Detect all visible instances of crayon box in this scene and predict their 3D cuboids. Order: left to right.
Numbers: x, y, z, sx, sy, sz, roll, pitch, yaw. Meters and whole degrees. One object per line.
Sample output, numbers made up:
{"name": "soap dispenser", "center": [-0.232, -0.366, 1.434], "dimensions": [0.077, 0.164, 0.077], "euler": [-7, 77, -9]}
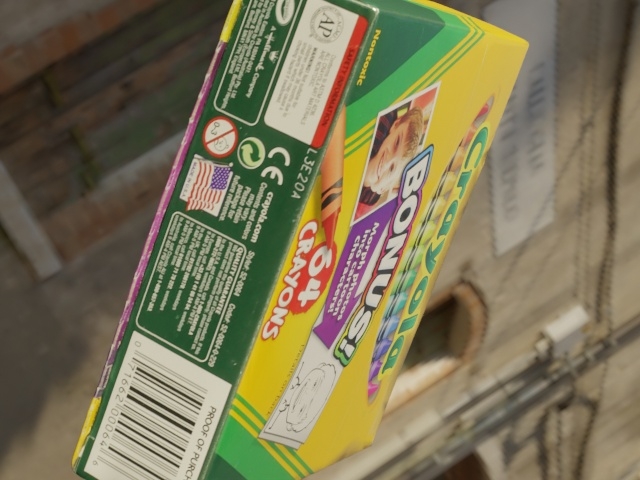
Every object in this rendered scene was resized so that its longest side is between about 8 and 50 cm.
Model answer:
{"name": "crayon box", "center": [0.000, 0.000, 1.035], "dimensions": [0.106, 0.362, 0.313], "euler": [26, 14, 22]}
